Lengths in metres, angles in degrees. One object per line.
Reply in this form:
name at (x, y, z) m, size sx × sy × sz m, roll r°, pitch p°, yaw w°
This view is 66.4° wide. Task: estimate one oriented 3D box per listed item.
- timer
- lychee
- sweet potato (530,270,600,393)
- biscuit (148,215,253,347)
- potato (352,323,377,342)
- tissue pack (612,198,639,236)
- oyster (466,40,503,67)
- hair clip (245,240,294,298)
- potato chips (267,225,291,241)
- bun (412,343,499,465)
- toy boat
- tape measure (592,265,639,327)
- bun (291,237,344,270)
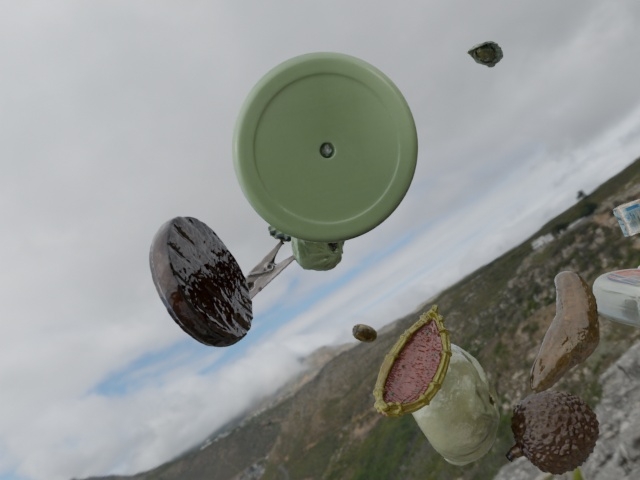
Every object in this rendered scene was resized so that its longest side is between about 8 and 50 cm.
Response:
timer at (-0.005, -0.160, 0.893) m, size 0.290 × 0.291 × 0.315 m, roll -33°, pitch 10°, yaw -1°
lychee at (0.552, 0.463, 1.186) m, size 0.238 × 0.200 × 0.200 m, roll -28°, pitch -15°, yaw 1°
sweet potato at (0.539, 0.192, 1.053) m, size 0.114 × 0.092 × 0.341 m, roll -4°, pitch 38°, yaw 41°
biscuit at (-0.338, 0.120, 1.411) m, size 0.091 × 0.408 × 0.407 m, roll -28°, pitch -13°, yaw 13°
potato at (0.129, 0.271, 1.431) m, size 0.083 × 0.051 × 0.040 m, roll 16°, pitch -22°, yaw -23°
tissue pack at (0.921, -0.067, 1.443) m, size 0.074 × 0.095 × 0.058 m, roll -23°, pitch -8°, yaw 16°
oyster at (0.546, -0.615, 1.617) m, size 0.098 × 0.037 × 0.100 m, roll -31°, pitch -56°, yaw 21°
hair clip at (-0.233, 0.135, 1.942) m, size 0.331 × 0.101 × 0.085 m, roll -44°, pitch 4°, yaw -32°
potato chips at (-0.015, -0.089, 2.030) m, size 0.429 × 0.070 × 0.358 m, roll -18°, pitch 30°, yaw 4°
bun at (0.353, 0.410, 1.336) m, size 0.219 × 0.365 × 0.365 m, roll -30°, pitch -14°, yaw 9°
toy boat at (0.207, 0.277, 1.082) m, size 0.318 × 0.141 × 0.099 m, roll -48°, pitch -36°, yaw -42°
tape measure at (0.892, 0.153, 1.332) m, size 0.265 × 0.130 × 0.258 m, roll -10°, pitch 8°, yaw -2°
bun at (0.000, -0.003, 1.658) m, size 0.221 × 0.221 × 0.108 m, roll -25°, pitch 7°, yaw -26°
